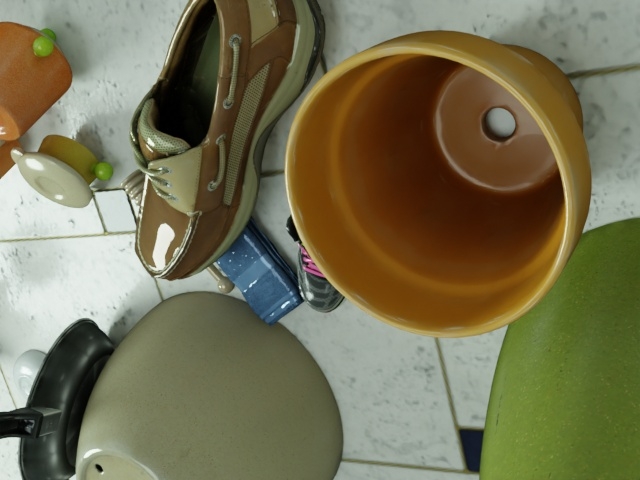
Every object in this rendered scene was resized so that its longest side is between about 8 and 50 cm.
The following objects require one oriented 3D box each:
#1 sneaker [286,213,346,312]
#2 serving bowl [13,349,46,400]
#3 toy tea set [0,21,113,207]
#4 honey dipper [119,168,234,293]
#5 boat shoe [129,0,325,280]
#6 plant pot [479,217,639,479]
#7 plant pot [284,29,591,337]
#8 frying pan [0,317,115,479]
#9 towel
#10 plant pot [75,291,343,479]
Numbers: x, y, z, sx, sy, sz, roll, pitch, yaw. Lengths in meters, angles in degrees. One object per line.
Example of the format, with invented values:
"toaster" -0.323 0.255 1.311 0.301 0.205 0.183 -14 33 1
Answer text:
"sneaker" 0.000 0.000 0.827 0.063 0.075 0.170 22 123 20
"serving bowl" -0.371 0.185 1.169 0.083 0.027 0.083 14 119 26
"toy tea set" -0.376 -0.154 0.980 0.336 0.124 0.200 11 147 23
"honey dipper" -0.148 -0.006 0.942 0.161 0.030 0.030 49 128 -1
"boat shoe" -0.116 -0.098 0.806 0.122 0.120 0.324 46 127 28
"plant pot" 0.222 0.163 0.635 0.274 0.293 0.275 14 119 26
"plant pot" 0.107 -0.062 0.662 0.205 0.188 0.205 13 118 25
"frying pan" -0.283 0.161 0.956 0.053 0.197 0.326 13 159 8
"towel" -0.067 0.026 0.909 0.119 0.029 0.067 51 127 -1
"plant pot" -0.144 0.221 0.949 0.284 0.191 0.284 13 118 25
